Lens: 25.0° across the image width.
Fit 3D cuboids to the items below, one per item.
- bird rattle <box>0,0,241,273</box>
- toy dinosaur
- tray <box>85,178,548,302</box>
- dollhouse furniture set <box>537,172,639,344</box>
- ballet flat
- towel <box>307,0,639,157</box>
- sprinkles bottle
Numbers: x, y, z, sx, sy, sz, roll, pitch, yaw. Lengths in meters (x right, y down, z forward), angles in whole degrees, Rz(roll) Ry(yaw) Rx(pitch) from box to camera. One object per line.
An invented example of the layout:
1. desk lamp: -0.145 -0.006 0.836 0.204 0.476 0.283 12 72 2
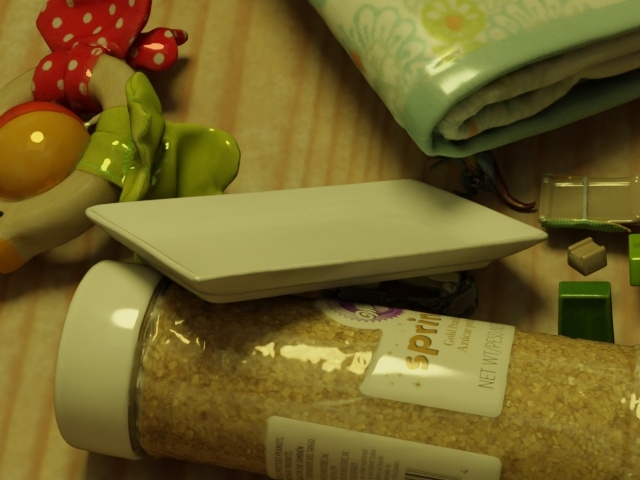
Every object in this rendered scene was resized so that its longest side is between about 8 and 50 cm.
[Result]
1. bird rattle: -0.178 -0.084 1.019 0.207 0.143 0.253 -32 55 0
2. toy dinosaur: 0.108 -0.061 1.049 0.090 0.047 0.082 27 43 -19
3. tray: 0.000 0.000 0.920 0.270 0.030 0.145 -6 22 -35
4. dollhouse furniture set: 0.187 0.016 0.987 0.076 0.058 0.151 -1 35 11
5. ballet flat: 0.051 0.023 0.978 0.114 0.041 0.041 9 56 10
6. towel: 0.154 -0.231 1.094 0.375 0.090 0.320 -19 53 -23
7. sprinkles bottle: 0.024 0.096 0.878 0.355 0.121 0.121 9 55 8
